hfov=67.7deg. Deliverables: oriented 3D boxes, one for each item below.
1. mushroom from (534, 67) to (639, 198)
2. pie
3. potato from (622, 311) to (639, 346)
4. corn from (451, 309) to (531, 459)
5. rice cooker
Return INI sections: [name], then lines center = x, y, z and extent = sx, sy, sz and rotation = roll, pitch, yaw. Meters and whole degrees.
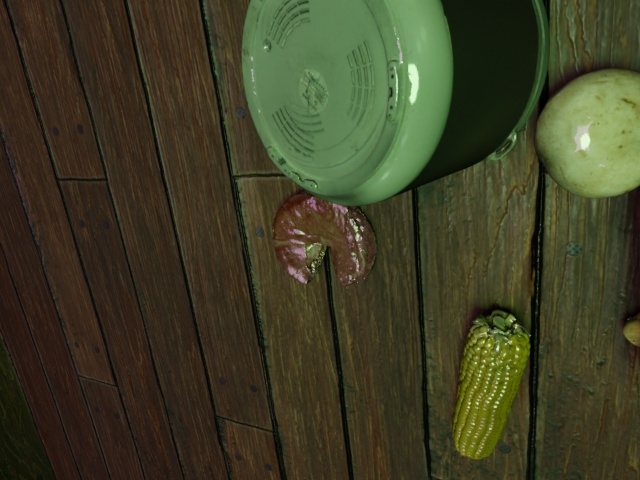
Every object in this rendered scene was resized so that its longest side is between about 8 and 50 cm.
[mushroom]
center = 0.369, -0.140, 0.628
extent = 0.166, 0.127, 0.166
rotation = 1, 106, 5
[pie]
center = 0.000, 0.000, 0.930
extent = 0.218, 0.054, 0.205
rotation = -13, 103, 32
[potato]
center = 0.494, 0.132, 0.702
extent = 0.083, 0.068, 0.062
rotation = 23, 80, 4
[corn]
center = 0.294, 0.263, 0.842
extent = 0.106, 0.106, 0.305
rotation = 13, 120, 24
[rice cooker]
center = 0.097, -0.230, 0.625
extent = 0.335, 0.325, 0.336
rotation = 27, 128, 40
